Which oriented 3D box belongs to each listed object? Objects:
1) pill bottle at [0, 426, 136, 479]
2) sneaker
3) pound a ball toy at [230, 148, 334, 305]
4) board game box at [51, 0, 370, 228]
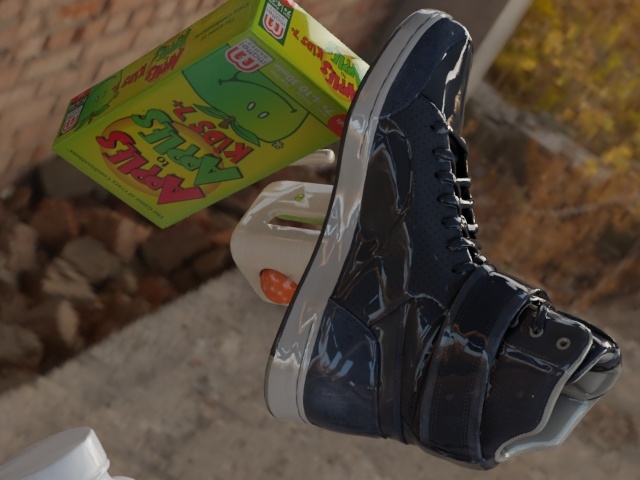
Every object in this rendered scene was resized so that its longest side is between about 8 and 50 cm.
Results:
[{"bbox_3d":[-0.192,0.293,1.361,0.245,0.136,0.136,65,24,-11],"label":"pill bottle"},{"bbox_3d":[0.082,0.002,0.773,0.163,0.226,0.086,14,-8,27],"label":"sneaker"},{"bbox_3d":[0.000,0.000,1.772,0.319,0.135,0.208,8,-36,39],"label":"pound a ball toy"},{"bbox_3d":[-0.064,-0.075,0.910,0.092,0.181,0.043,37,48,-29],"label":"board game box"}]
